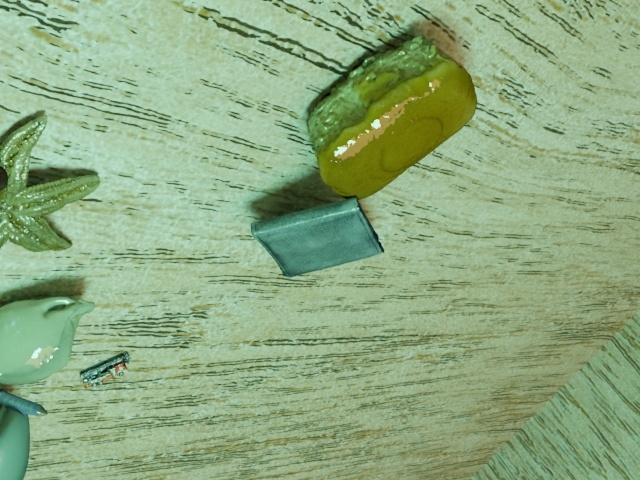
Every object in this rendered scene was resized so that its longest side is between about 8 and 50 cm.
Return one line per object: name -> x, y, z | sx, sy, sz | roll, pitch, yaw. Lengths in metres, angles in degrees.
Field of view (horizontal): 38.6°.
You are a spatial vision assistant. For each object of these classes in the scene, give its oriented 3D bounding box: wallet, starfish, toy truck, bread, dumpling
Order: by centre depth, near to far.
starfish -> -0.376, -0.049, 1.092 | 0.236, 0.062, 0.277 | -47, 140, 9
dumpling -> -0.399, 0.141, 1.257 | 0.181, 0.111, 0.155 | -7, 172, -15
bread -> 0.094, -0.165, 1.259 | 0.245, 0.121, 0.174 | -38, 145, 3
wallet -> 0.000, -0.002, 1.376 | 0.167, 0.036, 0.222 | -14, 159, 9
toy truck -> -0.338, 0.206, 1.444 | 0.083, 0.024, 0.032 | -20, 114, -14

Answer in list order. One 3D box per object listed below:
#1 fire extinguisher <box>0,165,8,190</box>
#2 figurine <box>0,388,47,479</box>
fire extinguisher -> -0.405, -0.062, 0.955 | 0.049, 0.035, 0.173 | -46, 164, 34
figurine -> -0.574, 0.298, 1.217 | 0.382, 0.205, 0.224 | 13, 133, -44
